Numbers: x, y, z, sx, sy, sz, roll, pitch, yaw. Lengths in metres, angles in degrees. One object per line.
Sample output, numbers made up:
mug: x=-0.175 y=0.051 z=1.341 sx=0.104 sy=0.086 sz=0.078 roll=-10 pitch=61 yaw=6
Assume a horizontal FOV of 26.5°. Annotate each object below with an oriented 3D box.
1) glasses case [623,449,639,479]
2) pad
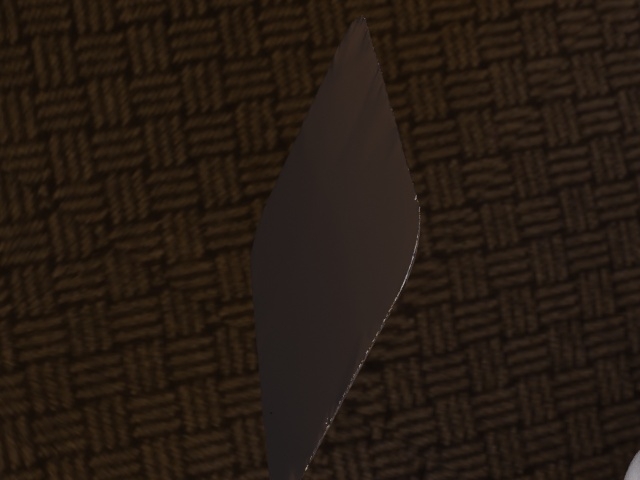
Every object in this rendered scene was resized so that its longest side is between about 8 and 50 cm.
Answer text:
glasses case: x=0.161 y=0.157 z=0.601 sx=0.059 sy=0.233 sz=0.092 roll=2 pitch=99 yaw=8
pad: x=0.000 y=0.000 z=0.726 sx=0.004 sy=0.267 sz=0.181 roll=18 pitch=119 yaw=-16
